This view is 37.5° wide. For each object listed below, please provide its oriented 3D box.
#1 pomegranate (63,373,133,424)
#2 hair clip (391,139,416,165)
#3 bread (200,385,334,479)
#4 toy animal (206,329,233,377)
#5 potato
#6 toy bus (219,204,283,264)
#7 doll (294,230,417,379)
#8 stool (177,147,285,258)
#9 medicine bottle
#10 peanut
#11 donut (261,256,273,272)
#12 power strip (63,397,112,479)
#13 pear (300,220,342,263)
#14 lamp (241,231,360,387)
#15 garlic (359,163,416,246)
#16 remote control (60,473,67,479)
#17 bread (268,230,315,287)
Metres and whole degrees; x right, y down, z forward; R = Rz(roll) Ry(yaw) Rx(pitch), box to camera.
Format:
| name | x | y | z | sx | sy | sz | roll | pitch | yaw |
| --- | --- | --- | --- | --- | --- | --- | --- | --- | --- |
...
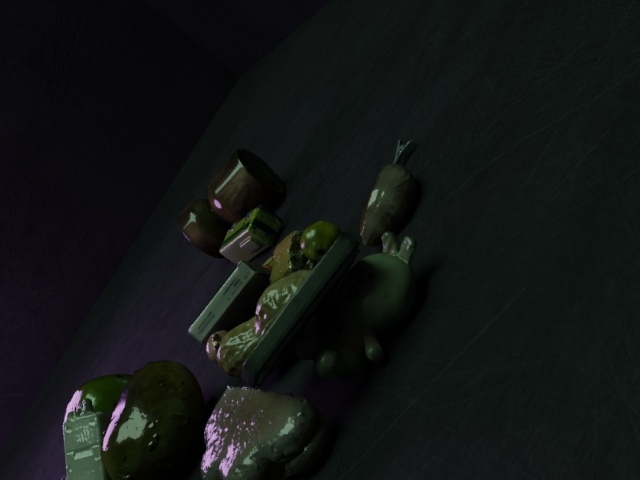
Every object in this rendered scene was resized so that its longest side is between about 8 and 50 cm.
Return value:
| name | x | y | z | sx | sy | sz | roll | pitch | yaw |
| --- | --- | --- | --- | --- | --- | --- | --- | --- | --- |
| pomegranate | -0.469 | 0.446 | 2.125 | 0.231 | 0.230 | 0.286 | -31 | 55 | 48 |
| hair clip | 0.166 | -0.166 | 1.960 | 0.039 | 0.030 | 0.115 | -27 | 31 | 50 |
| bread | -0.108 | 0.344 | 1.568 | 0.337 | 0.102 | 0.183 | -11 | 47 | 61 |
| toy animal | -0.196 | 0.228 | 1.976 | 0.083 | 0.089 | 0.150 | -57 | -19 | -12 |
| potato | -0.342 | 0.373 | 1.957 | 0.210 | 0.173 | 0.307 | -41 | 25 | 29 |
| toy bus | -0.178 | -0.010 | 2.419 | 0.175 | 0.088 | 0.101 | -34 | 27 | 50 |
| doll | 0.072 | 0.116 | 1.542 | 0.154 | 0.113 | 0.275 | 18 | 65 | 48 |
| stool | -0.245 | -0.102 | 2.606 | 0.264 | 0.179 | 0.179 | -46 | 19 | 18 |
| medicine bottle | -0.182 | 0.141 | 2.068 | 0.201 | 0.052 | 0.171 | -52 | -19 | 6 |
| peanut | -0.084 | 0.161 | 1.789 | 0.298 | 0.136 | 0.120 | -45 | 29 | 23 |
| donut | -0.101 | 0.051 | 2.156 | 0.038 | 0.067 | 0.083 | -43 | -22 | -32 |
| power strip | -0.471 | 0.493 | 1.948 | 0.098 | 0.058 | 0.338 | -18 | 67 | 16 |
| pear | 0.000 | 0.000 | 1.967 | 0.092 | 0.092 | 0.097 | -48 | 18 | 12 |
| lamp | -0.038 | 0.121 | 1.559 | 0.266 | 0.047 | 0.269 | -51 | -4 | -13 |
| garlic | 0.133 | -0.086 | 1.811 | 0.101 | 0.087 | 0.196 | -50 | 16 | 51 |
| remote control | -0.634 | 0.690 | 2.278 | 0.090 | 0.066 | 0.266 | -55 | 17 | 39 |
| bread | -0.055 | 0.049 | 2.025 | 0.106 | 0.082 | 0.125 | -49 | 26 | 45 |
